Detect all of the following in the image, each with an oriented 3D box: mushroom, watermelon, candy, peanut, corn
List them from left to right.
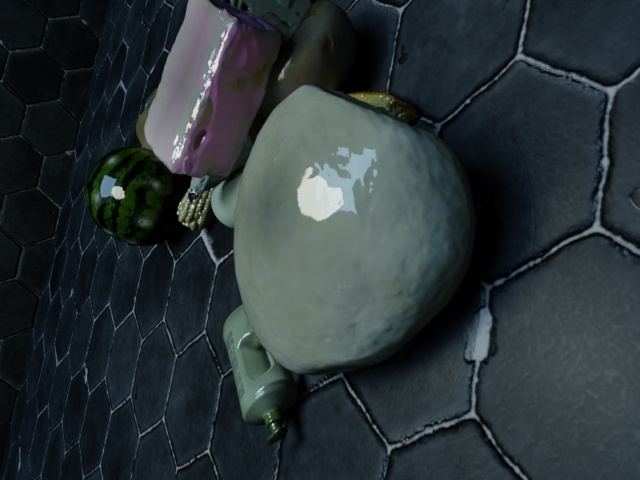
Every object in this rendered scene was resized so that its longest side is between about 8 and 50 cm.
[{"bbox_3d":[-0.469,-0.111,1.485,0.269,0.268,0.269,-25,59,48],"label":"watermelon"},{"bbox_3d":[-0.453,-0.310,1.646,0.253,0.137,0.122,44,159,52],"label":"peanut"},{"bbox_3d":[-0.264,-0.122,1.347,0.211,0.087,0.087,-61,37,13],"label":"corn"},{"bbox_3d":[-0.174,-0.244,0.930,0.155,0.115,0.265,48,119,41],"label":"candy"},{"bbox_3d":[-0.040,-0.312,0.994,0.226,0.178,0.226,-40,16,14],"label":"mushroom"},{"bbox_3d":[0.000,0.000,0.802,0.386,0.186,0.427,52,132,36],"label":"candy"}]

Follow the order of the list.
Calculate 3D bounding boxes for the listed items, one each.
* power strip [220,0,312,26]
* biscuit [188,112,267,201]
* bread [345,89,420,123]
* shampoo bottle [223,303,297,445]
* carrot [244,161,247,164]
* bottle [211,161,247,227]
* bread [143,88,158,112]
[{"bbox_3d":[-0.141,-0.496,1.176,0.141,0.229,0.261,2,80,56],"label":"power strip"},{"bbox_3d":[-0.164,-0.215,1.138,0.186,0.079,0.309,-38,25,33],"label":"biscuit"},{"bbox_3d":[0.070,-0.182,0.916,0.187,0.065,0.103,25,93,54],"label":"bread"},{"bbox_3d":[-0.098,0.226,0.974,0.118,0.087,0.234,-53,41,29],"label":"shampoo bottle"},{"bbox_3d":[-0.178,-0.198,1.283,0.057,0.057,0.224,-58,43,23],"label":"carrot"},{"bbox_3d":[-0.110,-0.108,1.099,0.245,0.104,0.104,-28,56,48],"label":"bottle"},{"bbox_3d":[-0.511,-0.411,1.809,0.156,0.064,0.118,-34,53,45],"label":"bread"}]
